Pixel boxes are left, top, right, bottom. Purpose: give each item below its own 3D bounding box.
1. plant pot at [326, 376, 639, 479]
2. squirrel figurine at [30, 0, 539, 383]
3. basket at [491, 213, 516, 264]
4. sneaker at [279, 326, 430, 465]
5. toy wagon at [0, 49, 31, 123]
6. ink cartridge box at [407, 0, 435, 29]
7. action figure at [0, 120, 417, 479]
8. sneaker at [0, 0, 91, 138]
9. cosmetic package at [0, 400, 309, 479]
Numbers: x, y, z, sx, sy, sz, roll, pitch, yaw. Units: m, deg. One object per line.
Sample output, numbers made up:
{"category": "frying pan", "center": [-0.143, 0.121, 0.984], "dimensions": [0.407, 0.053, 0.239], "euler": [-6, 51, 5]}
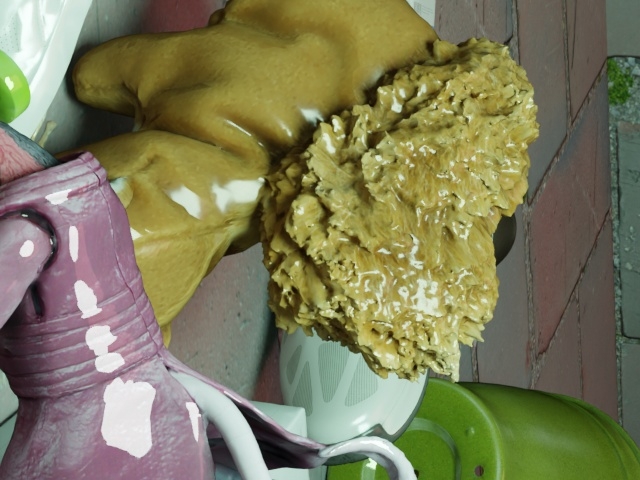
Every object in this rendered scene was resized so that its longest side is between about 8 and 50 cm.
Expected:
{"category": "plant pot", "center": [0.192, 0.329, 2.049], "dimensions": [0.353, 0.366, 0.366], "euler": [32, 64, -54]}
{"category": "squirrel figurine", "center": [-0.040, -0.049, 1.275], "dimensions": [0.370, 0.397, 0.281], "euler": [-43, 145, -42]}
{"category": "basket", "center": [0.175, -0.013, 2.153], "dimensions": [0.227, 0.154, 0.204], "euler": [-5, 100, -72]}
{"category": "sneaker", "center": [-0.001, 0.000, 1.698], "dimensions": [0.447, 0.169, 0.257], "euler": [-84, 154, -43]}
{"category": "toy wagon", "center": [-0.304, -0.104, 0.940], "dimensions": [0.267, 0.068, 0.344], "euler": [-49, 140, -36]}
{"category": "ink cartridge box", "center": [0.082, -0.300, 1.921], "dimensions": [0.092, 0.090, 0.143], "euler": [1, 92, -69]}
{"category": "action figure", "center": [-0.143, 0.067, 0.973], "dimensions": [0.248, 0.276, 0.370], "euler": [-47, 123, -58]}
{"category": "sneaker", "center": [-0.246, -0.183, 1.116], "dimensions": [0.169, 0.108, 0.292], "euler": [22, 93, -37]}
{"category": "cosmetic package", "center": [-0.151, 0.218, 1.247], "dimensions": [0.224, 0.225, 0.138], "euler": [-45, 135, -60]}
